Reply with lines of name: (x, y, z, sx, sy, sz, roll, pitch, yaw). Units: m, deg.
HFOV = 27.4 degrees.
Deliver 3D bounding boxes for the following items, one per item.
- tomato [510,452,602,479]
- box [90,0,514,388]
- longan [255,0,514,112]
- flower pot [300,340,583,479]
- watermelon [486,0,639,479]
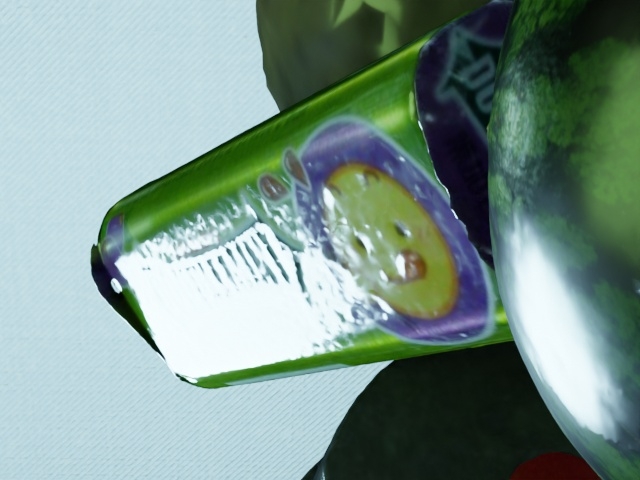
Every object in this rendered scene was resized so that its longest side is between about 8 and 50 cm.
tomato: (0.196, 0.215, 1.030, 0.226, 0.299, 0.298, -47, 12, 14)
box: (0.000, 0.000, 0.646, 0.134, 0.097, 0.345, 57, 150, -9)
longan: (0.150, -0.150, 0.758, 0.391, 0.391, 0.391, -179, 90, -90)
flower pot: (0.109, 0.186, 0.685, 0.251, 0.379, 0.379, 75, -167, -56)
watermelon: (0.188, -0.020, 0.388, 0.285, 0.285, 0.285, -179, 90, -90)
